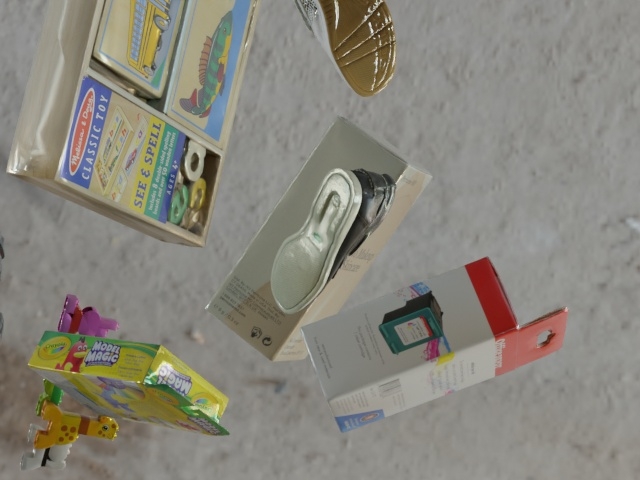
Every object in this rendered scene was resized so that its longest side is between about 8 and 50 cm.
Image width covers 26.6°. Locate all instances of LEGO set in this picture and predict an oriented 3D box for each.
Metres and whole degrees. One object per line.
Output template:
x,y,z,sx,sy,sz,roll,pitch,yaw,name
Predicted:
-0.289,0.193,1.647,0.093,0.087,0.227,14,100,-18,LEGO set

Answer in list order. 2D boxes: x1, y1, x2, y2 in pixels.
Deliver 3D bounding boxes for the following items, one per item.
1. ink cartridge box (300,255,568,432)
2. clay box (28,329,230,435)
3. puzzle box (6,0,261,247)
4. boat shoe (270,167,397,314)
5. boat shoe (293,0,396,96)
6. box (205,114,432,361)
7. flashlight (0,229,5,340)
0.108,0.092,1.260,0.231,0.078,0.134,-20,158,-1,ink cartridge box
-0.202,0.157,1.488,0.222,0.053,0.127,2,150,39,clay box
-0.137,-0.218,1.203,0.052,0.409,0.272,9,172,24,puzzle box
0.013,0.006,1.605,0.079,0.084,0.233,-8,144,-40,boat shoe
0.015,-0.317,1.769,0.096,0.098,0.277,28,149,55,boat shoe
0.000,0.000,1.784,0.121,0.148,0.311,37,99,17,box
-0.381,0.053,1.383,0.103,0.304,0.103,-43,108,6,flashlight
